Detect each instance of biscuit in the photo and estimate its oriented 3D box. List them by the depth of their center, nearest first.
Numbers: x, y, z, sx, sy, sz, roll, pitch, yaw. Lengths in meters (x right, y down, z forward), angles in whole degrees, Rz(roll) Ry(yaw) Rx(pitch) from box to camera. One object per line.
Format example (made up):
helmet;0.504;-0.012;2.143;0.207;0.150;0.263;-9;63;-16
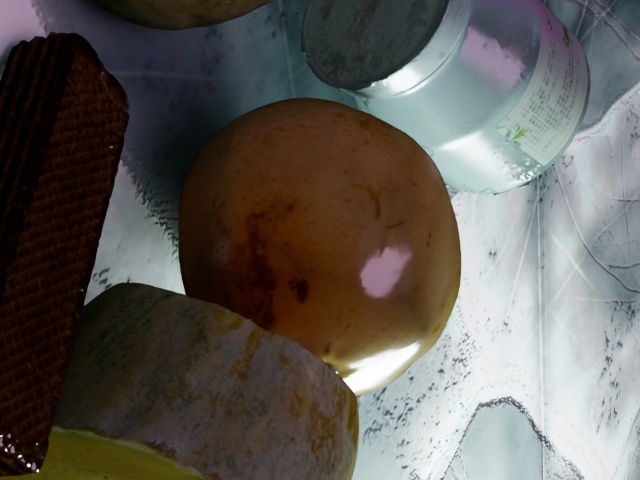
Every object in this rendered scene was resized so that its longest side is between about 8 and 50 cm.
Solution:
biscuit;-0.241;-0.001;0.983;0.107;0.073;0.388;55;35;-48

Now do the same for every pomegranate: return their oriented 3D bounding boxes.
pomegranate;0.000;0.000;1.212;0.319;0.319;0.319;-14;108;-48

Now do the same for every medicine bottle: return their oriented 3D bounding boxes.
medicine bottle;0.139;-0.207;1.375;0.290;0.245;0.245;24;79;-49

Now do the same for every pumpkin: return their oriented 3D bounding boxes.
pumpkin;-0.127;0.174;1.090;0.332;0.332;0.199;53;44;-42

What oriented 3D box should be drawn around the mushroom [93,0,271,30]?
mushroom;-0.107;-0.301;1.072;0.212;0.217;0.292;-56;136;-22
